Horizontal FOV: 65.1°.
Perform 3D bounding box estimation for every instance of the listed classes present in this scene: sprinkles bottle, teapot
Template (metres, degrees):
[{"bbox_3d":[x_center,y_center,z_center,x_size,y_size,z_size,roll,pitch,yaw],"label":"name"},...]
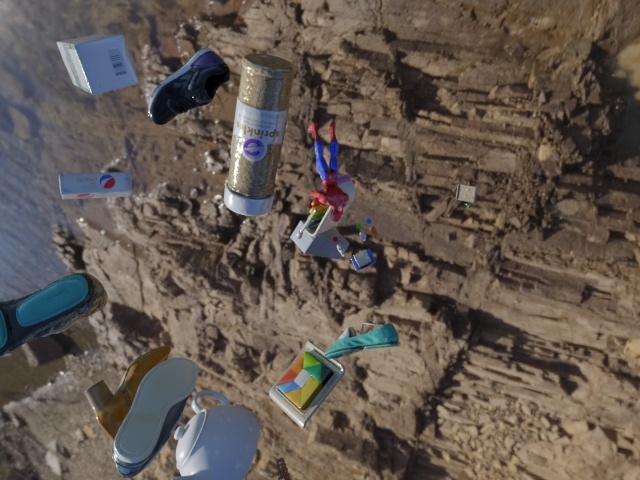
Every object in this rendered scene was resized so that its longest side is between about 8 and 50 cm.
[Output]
[{"bbox_3d":[-0.144,-0.234,1.152,0.121,0.121,0.355,22,122,14],"label":"sprinkles bottle"},{"bbox_3d":[-0.284,0.522,1.289,0.187,0.252,0.256,30,157,-12],"label":"teapot"}]

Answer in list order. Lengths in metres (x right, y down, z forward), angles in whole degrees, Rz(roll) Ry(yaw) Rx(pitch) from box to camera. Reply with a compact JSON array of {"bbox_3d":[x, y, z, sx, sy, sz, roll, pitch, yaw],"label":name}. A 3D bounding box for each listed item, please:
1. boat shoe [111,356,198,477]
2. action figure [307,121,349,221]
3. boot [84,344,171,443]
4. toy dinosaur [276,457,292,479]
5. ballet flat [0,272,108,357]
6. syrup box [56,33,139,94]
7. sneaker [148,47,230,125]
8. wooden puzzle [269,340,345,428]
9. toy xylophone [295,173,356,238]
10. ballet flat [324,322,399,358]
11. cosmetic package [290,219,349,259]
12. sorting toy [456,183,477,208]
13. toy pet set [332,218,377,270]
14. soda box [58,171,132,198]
[{"bbox_3d":[-0.379,0.398,1.162,0.116,0.319,0.099,18,118,1],"label":"boat shoe"},{"bbox_3d":[0.017,-0.167,1.369,0.091,0.280,0.139,-3,157,-13],"label":"action figure"},{"bbox_3d":[-0.523,0.465,1.500,0.211,0.295,0.104,51,137,8],"label":"boot"},{"bbox_3d":[-0.062,0.718,1.231,0.164,0.322,0.218,19,146,-14],"label":"toy dinosaur"},{"bbox_3d":[-0.825,0.235,1.384,0.182,0.483,0.164,90,156,-63],"label":"ballet flat"},{"bbox_3d":[-0.458,-0.365,1.024,0.237,0.096,0.093,32,139,52],"label":"syrup box"},{"bbox_3d":[-0.391,-0.440,1.495,0.124,0.283,0.107,47,-174,26],"label":"sneaker"},{"bbox_3d":[-0.053,0.474,1.687,0.221,0.239,0.044,23,162,51],"label":"wooden puzzle"},{"bbox_3d":[0.014,-0.119,1.964,0.081,0.236,0.323,55,136,19],"label":"toy xylophone"},{"bbox_3d":[0.123,0.302,1.545,0.247,0.087,0.083,-17,156,24],"label":"ballet flat"},{"bbox_3d":[0.000,0.000,2.207,0.127,0.238,0.107,48,116,39],"label":"cosmetic package"},{"bbox_3d":[0.470,-0.142,1.618,0.062,0.012,0.083,11,127,18],"label":"sorting toy"},{"bbox_3d":[0.114,0.019,1.432,0.114,0.122,0.065,64,-177,12],"label":"toy pet set"},{"bbox_3d":[-0.740,-0.181,1.658,0.074,0.216,0.069,156,108,-65],"label":"soda box"}]
